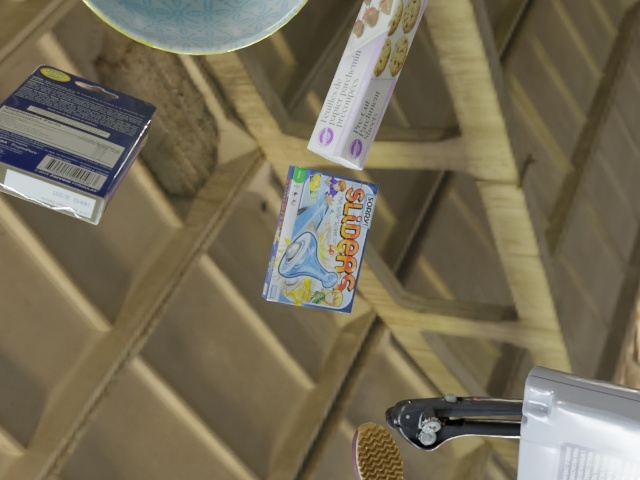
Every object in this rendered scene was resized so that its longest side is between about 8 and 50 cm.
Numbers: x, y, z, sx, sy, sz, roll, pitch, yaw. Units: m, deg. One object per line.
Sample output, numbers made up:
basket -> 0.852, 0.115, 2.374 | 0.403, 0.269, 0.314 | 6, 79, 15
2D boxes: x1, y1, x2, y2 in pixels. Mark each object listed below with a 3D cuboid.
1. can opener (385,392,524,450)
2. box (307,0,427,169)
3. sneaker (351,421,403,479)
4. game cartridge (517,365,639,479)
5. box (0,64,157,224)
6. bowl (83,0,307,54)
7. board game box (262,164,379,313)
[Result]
can opener -> 0.166, 0.194, 0.977 | 0.073, 0.186, 0.059 | -100, 10, -64
box -> 0.077, -0.261, 1.218 | 0.067, 0.063, 0.324 | 23, -92, -52
sneaker -> 0.082, 0.336, 1.203 | 0.069, 0.084, 0.186 | -20, -90, -19
game cartridge -> 0.281, 0.237, 0.812 | 0.060, 0.196, 0.294 | -56, -30, -38
box -> -0.248, -0.101, 0.863 | 0.225, 0.136, 0.037 | -82, 13, -59
bowl -> -0.138, -0.343, 0.910 | 0.289, 0.156, 0.290 | -4, -74, -13
board game box -> 0.000, 0.000, 1.317 | 0.136, 0.035, 0.201 | 10, -86, -19
